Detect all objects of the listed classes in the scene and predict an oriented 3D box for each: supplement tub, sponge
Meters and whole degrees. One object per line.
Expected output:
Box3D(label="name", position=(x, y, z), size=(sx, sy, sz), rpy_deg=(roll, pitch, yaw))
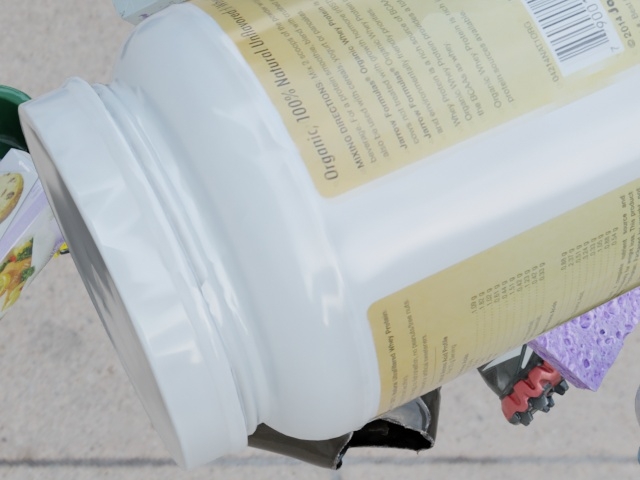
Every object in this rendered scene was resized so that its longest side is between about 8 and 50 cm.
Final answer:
Box3D(label="supplement tub", position=(0.021, -0.025, 0.393), size=(0.199, 0.144, 0.144), rpy_deg=(-24, 73, -14))
Box3D(label="sponge", position=(0.247, 0.014, 1.066), size=(0.117, 0.031, 0.210), rpy_deg=(42, 73, -17))

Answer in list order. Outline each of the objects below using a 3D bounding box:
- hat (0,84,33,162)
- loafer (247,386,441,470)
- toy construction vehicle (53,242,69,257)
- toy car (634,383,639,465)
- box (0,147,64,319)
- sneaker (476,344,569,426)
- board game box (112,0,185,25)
Box3D(label="hat", position=(-0.427, -0.099, 1.618), size=(0.173, 0.183, 0.208), rpy_deg=(32, 71, 5))
Box3D(label="loafer", position=(-0.003, 0.141, 0.967), size=(0.220, 0.080, 0.078), rpy_deg=(-6, 55, -10))
Box3D(label="toy construction vehicle", position=(-0.402, -0.015, 1.756), size=(0.035, 0.098, 0.086), rpy_deg=(-95, 167, -69))
Box3D(label="toy car", position=(0.318, 0.197, 0.984), size=(0.159, 0.136, 0.182), rpy_deg=(33, 15, -20))
Box3D(label="box", position=(-0.325, 0.068, 1.038), size=(0.067, 0.324, 0.063), rpy_deg=(43, 6, 22))
Box3D(label="sneaker", position=(0.278, 0.092, 1.456), size=(0.135, 0.276, 0.097), rpy_deg=(46, 29, 19))
Box3D(label="board game box", position=(-0.217, -0.382, 1.656), size=(0.224, 0.097, 0.303), rpy_deg=(66, 11, 7))
